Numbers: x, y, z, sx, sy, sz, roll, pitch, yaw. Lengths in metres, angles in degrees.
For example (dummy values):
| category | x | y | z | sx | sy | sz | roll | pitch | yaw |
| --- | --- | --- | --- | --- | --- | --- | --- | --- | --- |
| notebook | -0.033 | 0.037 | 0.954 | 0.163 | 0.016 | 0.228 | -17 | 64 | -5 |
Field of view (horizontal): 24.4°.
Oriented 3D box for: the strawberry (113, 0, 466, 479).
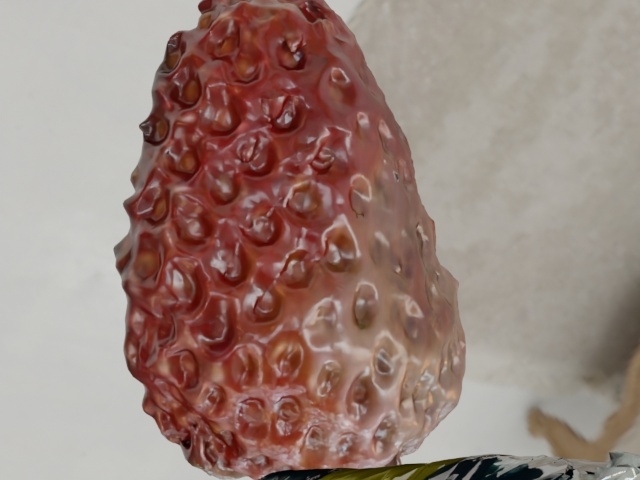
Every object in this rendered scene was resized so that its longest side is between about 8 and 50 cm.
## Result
| category | x | y | z | sx | sy | sz | roll | pitch | yaw |
| --- | --- | --- | --- | --- | --- | --- | --- | --- | --- |
| strawberry | 0.000 | 0.000 | 0.967 | 0.265 | 0.149 | 0.336 | -15 | 103 | -45 |

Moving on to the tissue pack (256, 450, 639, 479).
| category | x | y | z | sx | sy | sz | roll | pitch | yaw |
| --- | --- | --- | --- | --- | --- | --- | --- | --- | --- |
| tissue pack | 0.037 | 0.242 | 0.542 | 0.253 | 0.264 | 0.416 | -44 | -178 | -16 |
